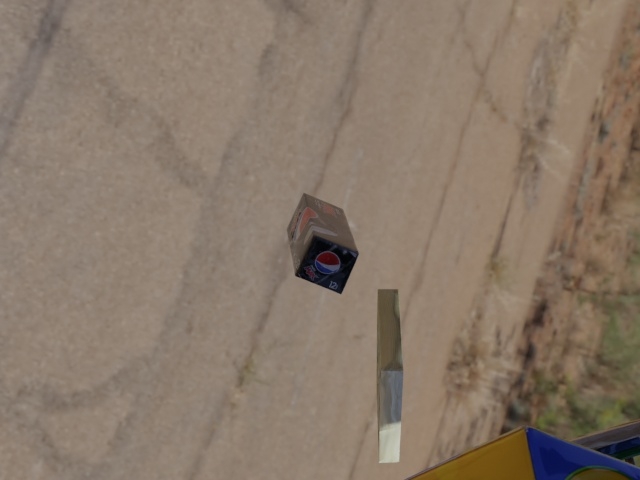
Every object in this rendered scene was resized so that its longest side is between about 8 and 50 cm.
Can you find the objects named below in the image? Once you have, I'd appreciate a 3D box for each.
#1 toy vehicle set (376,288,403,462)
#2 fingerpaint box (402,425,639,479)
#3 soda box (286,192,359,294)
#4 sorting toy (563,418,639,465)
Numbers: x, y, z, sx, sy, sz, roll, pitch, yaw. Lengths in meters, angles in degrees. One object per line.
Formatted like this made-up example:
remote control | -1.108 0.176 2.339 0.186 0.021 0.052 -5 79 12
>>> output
toy vehicle set | 0.114 0.229 1.752 0.267 0.035 0.166 87 2 -46
fingerpaint box | 0.249 0.363 0.695 0.444 0.163 0.371 25 45 -36
soda box | 0.000 0.000 1.217 0.169 0.060 0.053 -107 -140 -71
sorting toy | 0.224 0.204 0.947 0.274 0.132 0.046 -9 76 -26
